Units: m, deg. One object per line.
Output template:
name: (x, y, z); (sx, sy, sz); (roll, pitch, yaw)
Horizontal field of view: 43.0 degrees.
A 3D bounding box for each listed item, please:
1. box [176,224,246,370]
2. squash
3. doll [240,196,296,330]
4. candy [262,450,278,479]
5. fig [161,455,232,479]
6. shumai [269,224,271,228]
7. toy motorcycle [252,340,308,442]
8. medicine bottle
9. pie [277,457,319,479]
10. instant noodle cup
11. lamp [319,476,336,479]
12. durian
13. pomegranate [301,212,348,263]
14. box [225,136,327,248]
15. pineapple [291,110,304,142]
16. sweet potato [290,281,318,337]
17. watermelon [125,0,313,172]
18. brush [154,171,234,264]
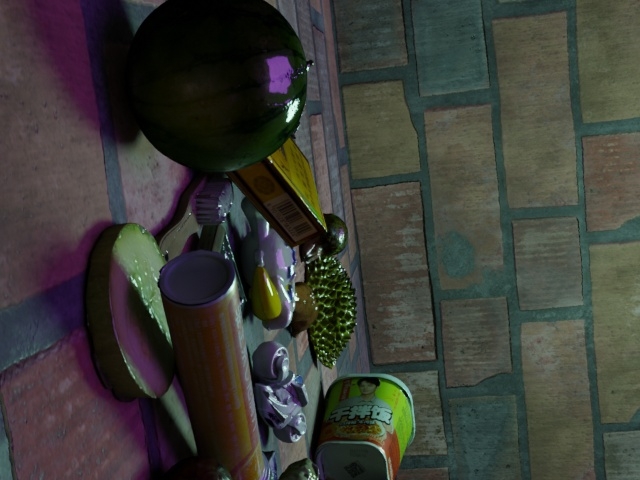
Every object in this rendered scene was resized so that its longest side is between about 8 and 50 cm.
box: (-0.168, 0.132, 1.281); (0.270, 0.045, 0.211); (-84, 168, -49)
squash: (-0.222, 0.084, 0.989); (0.219, 0.041, 0.219); (-6, 90, -82)
doll: (-0.098, 0.051, 1.588); (0.237, 0.110, 0.252); (35, 51, -76)
candy: (-0.126, 0.443, 1.338); (0.312, 0.061, 0.088); (-48, 135, -78)
fig: (-0.160, 0.346, 1.070); (0.109, 0.103, 0.155); (-48, 160, -25)
shumai: (-0.082, -0.038, 1.803); (0.116, 0.145, 0.146); (-49, -149, 46)
toy motorcycle: (-0.088, 0.312, 1.612); (0.112, 0.112, 0.254); (-82, 164, -56)
medicine bottle: (-0.136, 0.200, 1.076); (0.108, 0.108, 0.426); (-86, 175, -47)
pie: (-0.072, 0.499, 1.322); (0.306, 0.071, 0.307); (17, 90, -83)
instant noodle cup: (0.115, 0.561, 2.269); (0.308, 0.293, 0.294); (-58, 143, -64)
lamp: (-0.032, 0.578, 1.507); (0.151, 0.215, 0.223); (9, 51, -48)
durian: (0.008, 0.186, 2.329); (0.169, 0.158, 0.352); (146, -54, -60)
pomegranate: (0.001, -0.011, 2.275); (0.163, 0.138, 0.126); (-27, 126, -48)
box: (-0.102, -0.147, 1.424); (0.301, 0.084, 0.193); (51, 18, -47)
pineapple: (-0.088, -0.300, 1.954); (0.108, 0.108, 0.198); (-81, 175, -58)
sweet potato: (-0.055, 0.142, 1.869); (0.355, 0.095, 0.106); (81, 31, -72)
watermelon: (-0.135, -0.212, 1.079); (0.242, 0.242, 0.243); (-5, 90, -81)
brush: (-0.187, -0.031, 1.236); (0.327, 0.065, 0.070); (-72, 158, -66)
